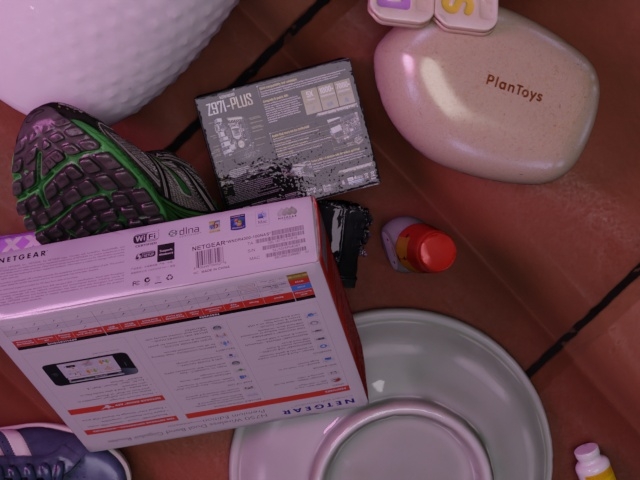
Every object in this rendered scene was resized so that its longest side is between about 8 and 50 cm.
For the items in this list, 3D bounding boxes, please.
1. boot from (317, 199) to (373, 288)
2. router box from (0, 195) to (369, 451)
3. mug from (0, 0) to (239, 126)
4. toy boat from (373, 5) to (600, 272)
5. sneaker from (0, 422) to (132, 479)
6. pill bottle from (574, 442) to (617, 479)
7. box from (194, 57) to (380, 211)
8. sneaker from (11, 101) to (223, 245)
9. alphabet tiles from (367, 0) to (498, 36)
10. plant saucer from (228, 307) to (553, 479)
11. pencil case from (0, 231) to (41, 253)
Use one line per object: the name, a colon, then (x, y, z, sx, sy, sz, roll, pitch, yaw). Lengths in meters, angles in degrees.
boot: (0.000, 0.000, 1.335, 0.121, 0.045, 0.099, 8, 101, -13)
router box: (-0.138, 0.101, 1.205, 0.336, 0.082, 0.301, -10, 144, 5)
mug: (-0.258, -0.308, 1.139, 0.374, 0.276, 0.328, 29, 103, -23)
toy boat: (0.156, -0.109, 1.295, 0.268, 0.148, 0.318, 23, 89, -13)
sneaker: (-0.393, 0.277, 1.293, 0.350, 0.148, 0.131, 6, 98, -6)
pill bottle: (0.342, 0.294, 1.411, 0.043, 0.043, 0.083, -23, 101, -1)
box: (-0.038, -0.115, 1.297, 0.180, 0.077, 0.147, -16, 100, -3)
sneaker: (-0.204, -0.044, 1.196, 0.134, 0.343, 0.146, -17, 58, 15)
alphabet tiles: (0.129, -0.359, 1.242, 0.278, 0.021, 0.284, 6, 73, -5)
plant saucer: (0.092, 0.284, 1.361, 0.401, 0.100, 0.400, -1, 100, -5)
pencil case: (-0.309, 0.020, 1.290, 0.206, 0.086, 0.088, -11, 105, -3)
